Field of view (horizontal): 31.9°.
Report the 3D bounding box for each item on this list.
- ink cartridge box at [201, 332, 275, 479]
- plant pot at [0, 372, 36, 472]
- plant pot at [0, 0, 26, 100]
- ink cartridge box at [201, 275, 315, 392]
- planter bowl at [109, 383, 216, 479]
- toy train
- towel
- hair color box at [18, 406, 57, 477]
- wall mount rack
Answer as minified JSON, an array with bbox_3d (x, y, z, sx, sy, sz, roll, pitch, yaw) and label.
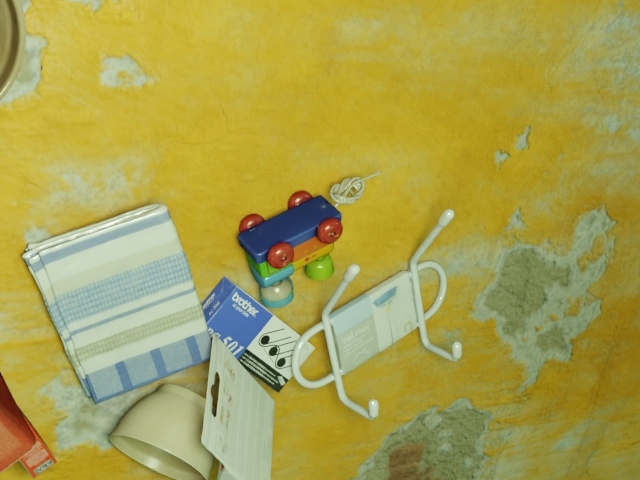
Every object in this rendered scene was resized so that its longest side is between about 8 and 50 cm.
[{"bbox_3d":[-0.140,0.278,1.704,0.066,0.189,0.232,-15,141,22],"label":"ink cartridge box"},{"bbox_3d":[-0.552,0.201,1.380,0.267,0.267,0.235,-37,117,-13],"label":"plant pot"},{"bbox_3d":[-0.471,-0.247,1.290,0.237,0.110,0.237,-15,121,-27],"label":"plant pot"},{"bbox_3d":[-0.108,0.151,1.768,0.097,0.046,0.207,-51,129,-4],"label":"ink cartridge box"},{"bbox_3d":[-0.223,0.286,1.703,0.162,0.162,0.109,47,58,-39],"label":"planter bowl"},{"bbox_3d":[0.000,0.000,1.735,0.248,0.105,0.143,-27,135,-20],"label":"toy train"},{"bbox_3d":[-0.281,0.092,1.608,0.209,0.034,0.285,-20,123,-9],"label":"towel"},{"bbox_3d":[-0.427,0.268,1.578,0.043,0.072,0.141,-35,144,-16],"label":"hair color box"},{"bbox_3d":[0.113,0.109,1.812,0.350,0.130,0.304,-30,124,-31],"label":"wall mount rack"}]
